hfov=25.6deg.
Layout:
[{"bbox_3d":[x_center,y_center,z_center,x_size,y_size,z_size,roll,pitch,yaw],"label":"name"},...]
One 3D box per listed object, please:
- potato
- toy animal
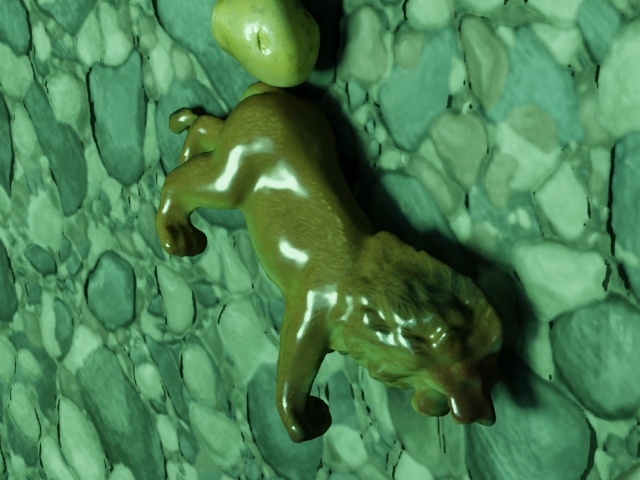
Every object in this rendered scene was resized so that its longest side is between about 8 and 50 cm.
[{"bbox_3d":[-0.035,-0.129,0.875,0.083,0.062,0.068,10,125,45],"label":"potato"},{"bbox_3d":[0.000,0.000,0.880,0.157,0.097,0.312,-43,71,31],"label":"toy animal"}]
